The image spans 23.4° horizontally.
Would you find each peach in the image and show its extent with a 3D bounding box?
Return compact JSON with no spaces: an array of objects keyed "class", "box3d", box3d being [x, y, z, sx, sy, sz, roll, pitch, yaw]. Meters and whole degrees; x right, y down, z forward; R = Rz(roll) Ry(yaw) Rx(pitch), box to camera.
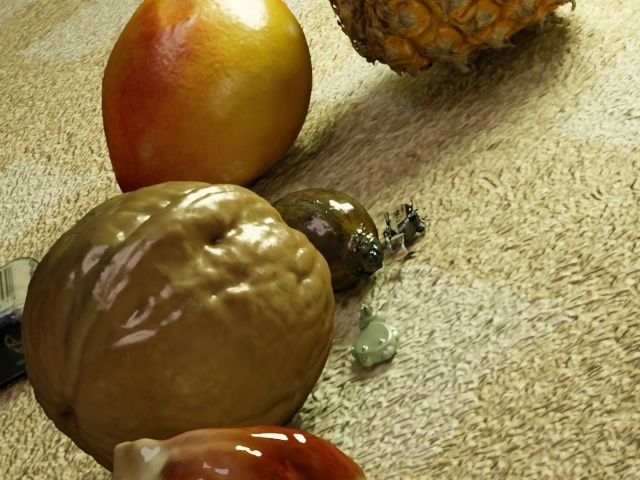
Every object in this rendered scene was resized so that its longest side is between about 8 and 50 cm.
[{"class":"peach","box3d":[-0.159,-0.198,2.072,0.308,0.289,0.289,-39,28,-31]}]

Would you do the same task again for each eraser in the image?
[{"class":"eraser","box3d":[-0.480,0.151,1.964,0.332,0.101,0.155,-30,29,1]}]

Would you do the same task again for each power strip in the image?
[{"class":"power strip","box3d":[0.054,0.098,1.628,0.055,0.035,0.083,-23,30,10]}]

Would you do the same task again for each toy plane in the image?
[{"class":"toy plane","box3d":[0.094,-0.010,1.778,0.049,0.031,0.120,-27,25,15]}]

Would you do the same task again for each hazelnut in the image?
[{"class":"hazelnut","box3d":[-0.084,0.259,1.268,0.261,0.241,0.261,-48,10,12]}]

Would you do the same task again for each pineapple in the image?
[{"class":"pineapple","box3d":[0.151,-0.388,2.046,0.300,0.352,0.352,-22,27,-6]}]

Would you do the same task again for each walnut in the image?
[{"class":"walnut","box3d":[-0.141,0.083,1.573,0.333,0.332,0.333,-22,28,13]}]

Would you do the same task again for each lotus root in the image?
[{"class":"lotus root","box3d":[0.000,0.000,1.762,0.120,0.120,0.209,-41,29,-22]}]
